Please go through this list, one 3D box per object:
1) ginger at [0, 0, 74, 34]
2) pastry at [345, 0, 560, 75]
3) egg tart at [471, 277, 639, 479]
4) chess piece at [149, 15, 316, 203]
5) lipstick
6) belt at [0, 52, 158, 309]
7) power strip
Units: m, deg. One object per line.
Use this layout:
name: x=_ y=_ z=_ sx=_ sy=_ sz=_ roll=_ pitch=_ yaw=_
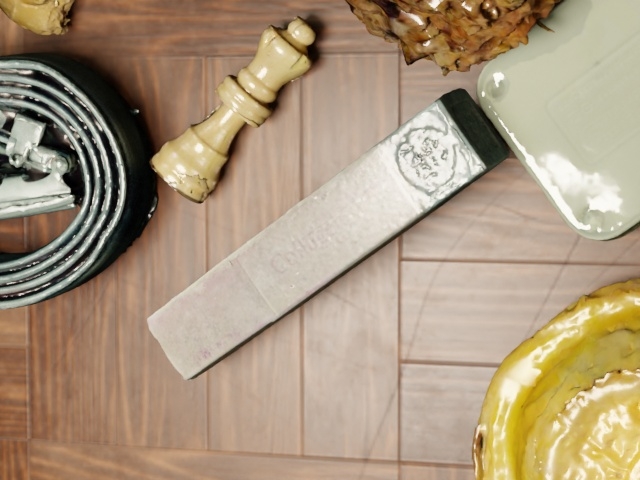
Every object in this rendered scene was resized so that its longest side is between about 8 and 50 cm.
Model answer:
ginger: x=-0.277 y=-0.248 z=1.306 sx=0.190 sy=0.095 sz=0.069 roll=43 pitch=68 yaw=4
pastry: x=0.080 y=-0.258 z=1.127 sx=0.193 sy=0.275 sz=0.275 roll=-38 pitch=83 yaw=-4
egg tart: x=0.249 y=0.165 z=1.174 sx=0.288 sy=0.118 sz=0.288 roll=2 pitch=97 yaw=20
chess piece: x=-0.065 y=-0.111 z=1.272 sx=0.060 sy=0.060 sz=0.172 roll=42 pitch=101 yaw=9
lipstick: x=0.000 y=0.000 z=1.222 sx=0.317 sy=0.068 sz=0.066 roll=-36 pitch=87 yaw=26
belt: x=-0.273 y=-0.044 z=1.302 sx=0.267 sy=0.116 sz=0.206 roll=-18 pitch=93 yaw=14
power strip: x=0.268 y=-0.082 z=1.138 sx=0.229 sy=0.141 sz=0.261 roll=-37 pitch=81 yaw=17
